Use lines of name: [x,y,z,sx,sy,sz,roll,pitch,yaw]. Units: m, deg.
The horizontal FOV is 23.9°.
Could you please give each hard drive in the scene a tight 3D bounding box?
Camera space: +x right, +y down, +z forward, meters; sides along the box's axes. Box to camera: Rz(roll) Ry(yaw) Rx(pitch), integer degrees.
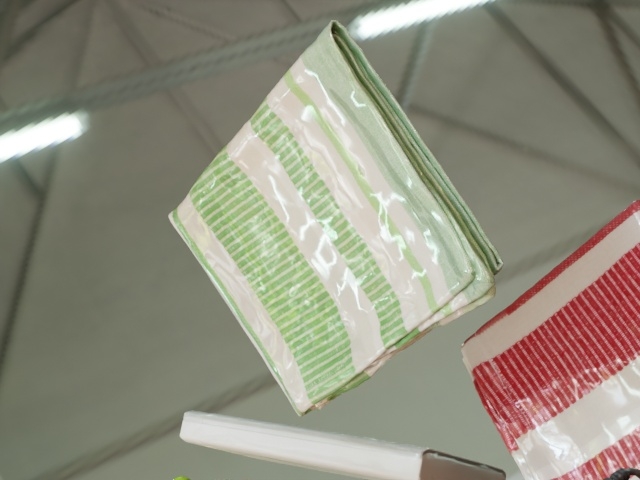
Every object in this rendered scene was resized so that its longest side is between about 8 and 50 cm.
hard drive: [0.025,0.240,1.685,0.203,0.308,0.040,25,-107,-55]

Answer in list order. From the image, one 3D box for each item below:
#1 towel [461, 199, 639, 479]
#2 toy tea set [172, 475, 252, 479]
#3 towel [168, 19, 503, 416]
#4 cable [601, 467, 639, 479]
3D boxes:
towel: [0.266,0.159,1.286,0.037,0.329,0.237,12,-46,-47]
toy tea set: [-0.035,0.223,1.048,0.336,0.124,0.200,-26,13,40]
towel: [0.000,0.000,1.282,0.038,0.248,0.325,-28,-9,-37]
cable: [0.177,0.230,0.866,0.184,0.150,0.047,-43,-20,-18]
